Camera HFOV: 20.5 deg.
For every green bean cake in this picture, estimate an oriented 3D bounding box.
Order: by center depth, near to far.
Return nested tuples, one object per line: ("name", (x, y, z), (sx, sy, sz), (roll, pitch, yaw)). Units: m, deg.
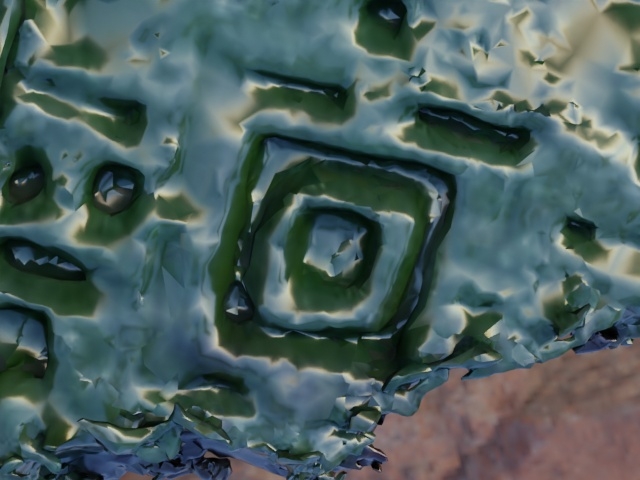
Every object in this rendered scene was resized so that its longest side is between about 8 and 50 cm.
("green bean cake", (0.000, 0.000, 0.441), (0.208, 0.193, 0.107), (14, 178, -3))
